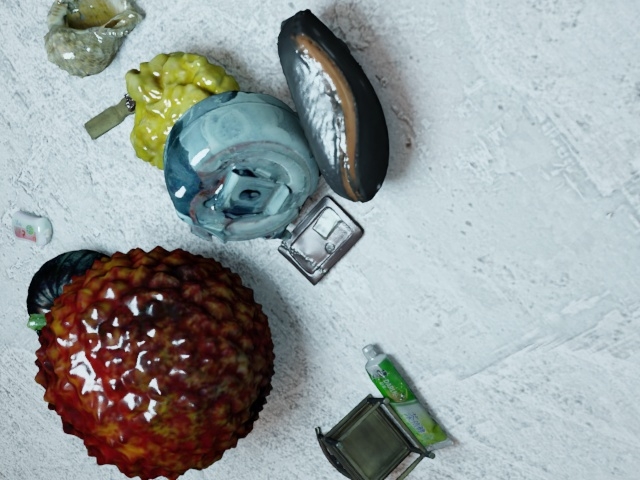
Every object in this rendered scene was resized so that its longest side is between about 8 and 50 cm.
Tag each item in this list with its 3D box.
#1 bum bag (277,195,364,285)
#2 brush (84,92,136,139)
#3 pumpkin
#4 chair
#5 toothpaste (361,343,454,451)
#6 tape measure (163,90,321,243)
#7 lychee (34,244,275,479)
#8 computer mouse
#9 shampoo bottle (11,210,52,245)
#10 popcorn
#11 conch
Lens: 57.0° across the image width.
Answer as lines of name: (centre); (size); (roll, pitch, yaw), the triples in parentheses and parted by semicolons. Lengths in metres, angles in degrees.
bum bag: (0.000, 0.000, 1.126); (0.109, 0.026, 0.159); (46, 113, 5)
brush: (-0.405, -0.274, 1.212); (0.248, 0.036, 0.043); (-21, 92, 28)
pumpkin: (-0.536, 0.150, 1.286); (0.248, 0.248, 0.247); (7, 109, 22)
chair: (0.094, 0.401, 1.150); (0.141, 0.260, 0.154); (-39, 85, -16)
toothpaste: (0.158, 0.305, 1.136); (0.078, 0.047, 0.247); (-33, 93, 34)
tape measure: (-0.123, -0.116, 0.996); (0.256, 0.275, 0.147); (-57, 40, 32)
lychee: (-0.277, 0.231, 1.111); (0.425, 0.424, 0.500); (-21, 135, 28)
computer mouse: (0.034, -0.219, 0.950); (0.116, 0.183, 0.323); (-19, 98, 17)
shampoo bottle: (-0.686, -0.027, 1.409); (0.099, 0.043, 0.072); (15, 111, 20)
popcorn: (-0.259, -0.237, 1.064); (0.226, 0.200, 0.203); (-6, 137, 50)
conch: (-0.448, -0.407, 1.136); (0.207, 0.130, 0.155); (-26, 108, 14)
